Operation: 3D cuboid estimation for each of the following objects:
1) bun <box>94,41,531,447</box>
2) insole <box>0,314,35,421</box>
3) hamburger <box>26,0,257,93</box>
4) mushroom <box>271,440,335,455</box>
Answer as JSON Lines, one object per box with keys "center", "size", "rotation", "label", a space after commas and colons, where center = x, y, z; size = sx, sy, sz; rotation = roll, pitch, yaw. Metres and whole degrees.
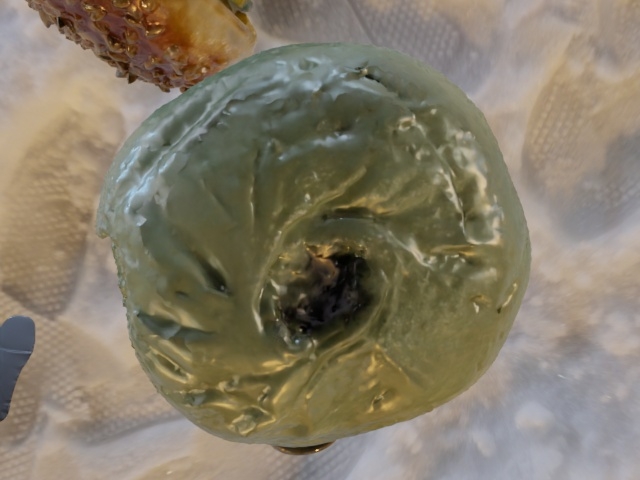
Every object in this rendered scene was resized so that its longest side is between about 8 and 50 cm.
{"center": [0.003, -0.001, 0.566], "size": [0.221, 0.108, 0.221], "rotation": [1, 82, -10], "label": "bun"}
{"center": [-0.322, 0.129, 1.169], "size": [0.045, 0.002, 0.135], "rotation": [11, 47, -7], "label": "insole"}
{"center": [-0.126, -0.242, 0.788], "size": [0.291, 0.291, 0.225], "rotation": [40, 93, 9], "label": "hamburger"}
{"center": [-0.008, 0.074, 0.814], "size": [0.109, 0.351, 0.097], "rotation": [-5, 63, -13], "label": "mushroom"}
